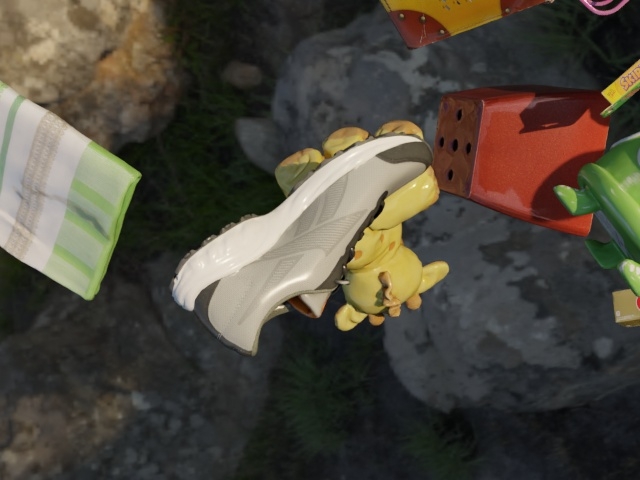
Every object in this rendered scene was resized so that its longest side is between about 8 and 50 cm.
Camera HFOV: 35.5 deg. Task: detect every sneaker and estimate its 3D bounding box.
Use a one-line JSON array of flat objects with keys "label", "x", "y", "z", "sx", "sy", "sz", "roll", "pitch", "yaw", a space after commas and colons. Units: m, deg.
[{"label": "sneaker", "x": 0.000, "y": 0.000, "z": 0.893, "sx": 0.108, "sy": 0.271, "sz": 0.100, "roll": 50, "pitch": 162, "yaw": 9}]

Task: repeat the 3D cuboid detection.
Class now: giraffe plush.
[{"label": "giraffe plush", "x": 0.056, "y": 0.001, "z": 1.070, "sx": 0.181, "sy": 0.170, "sz": 0.210, "roll": -8, "pitch": 46, "yaw": 22}]

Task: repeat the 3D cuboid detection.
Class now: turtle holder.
[{"label": "turtle holder", "x": 0.459, "y": -0.009, "z": 1.202, "sx": 0.227, "sy": 0.243, "sz": 0.320, "roll": -36, "pitch": 32, "yaw": 8}]

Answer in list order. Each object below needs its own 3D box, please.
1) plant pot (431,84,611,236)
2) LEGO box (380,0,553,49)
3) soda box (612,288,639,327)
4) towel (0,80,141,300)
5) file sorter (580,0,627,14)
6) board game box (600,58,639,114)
[{"label": "plant pot", "x": 0.355, "y": -0.167, "z": 1.884, "sx": 0.267, "sy": 0.235, "sz": 0.267, "roll": -150, "pitch": 65, "yaw": -68}, {"label": "LEGO box", "x": 0.118, "y": -0.529, "z": 1.104, "sx": 0.193, "sy": 0.372, "sz": 0.500, "roll": -12, "pitch": 123, "yaw": 40}, {"label": "soda box", "x": 0.610, "y": 0.107, "z": 1.749, "sx": 0.181, "sy": 0.061, "sz": 0.058, "roll": -15, "pitch": 68, "yaw": 35}, {"label": "towel", "x": -0.176, "y": -0.037, "z": 0.537, "sx": 0.152, "sy": 0.023, "sz": 0.113, "roll": 32, "pitch": 136, "yaw": 2}, {"label": "file sorter", "x": 0.442, "y": -0.499, "z": 1.584, "sx": 0.182, "sy": 0.291, "sz": 0.202, "roll": 43, "pitch": 114, "yaw": -11}, {"label": "board game box", "x": 0.550, "y": -0.296, "z": 1.618, "sx": 0.259, "sy": 0.124, "sz": 0.039, "roll": -45, "pitch": 80, "yaw": 16}]
